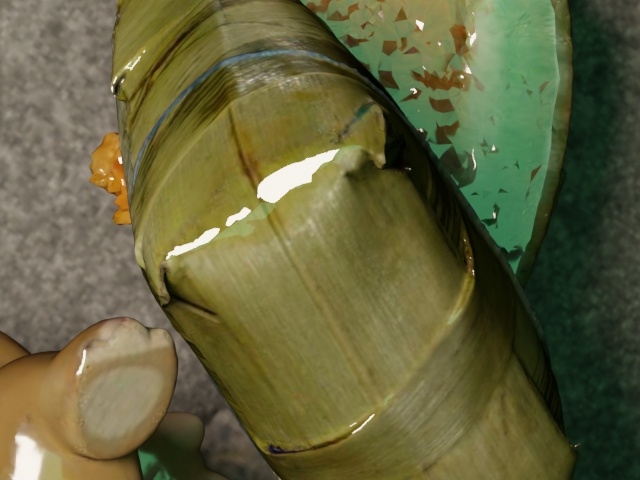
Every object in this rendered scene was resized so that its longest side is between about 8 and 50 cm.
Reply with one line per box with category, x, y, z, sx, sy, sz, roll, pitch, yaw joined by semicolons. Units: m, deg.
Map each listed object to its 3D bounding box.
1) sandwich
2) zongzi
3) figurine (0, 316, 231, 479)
sandwich;0.021;-0.034;0.925;0.212;0.109;0.292;38;80;-6
zongzi;0.000;0.000;0.832;0.125;0.274;0.251;-28;124;1
figurine;-0.113;0.131;0.817;0.173;0.247;0.177;43;58;-26
